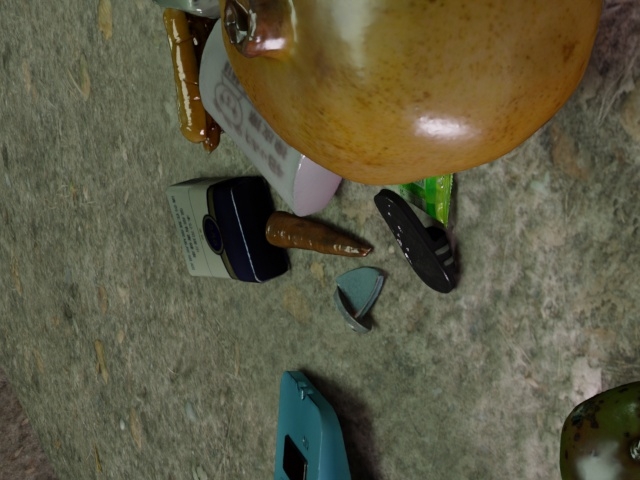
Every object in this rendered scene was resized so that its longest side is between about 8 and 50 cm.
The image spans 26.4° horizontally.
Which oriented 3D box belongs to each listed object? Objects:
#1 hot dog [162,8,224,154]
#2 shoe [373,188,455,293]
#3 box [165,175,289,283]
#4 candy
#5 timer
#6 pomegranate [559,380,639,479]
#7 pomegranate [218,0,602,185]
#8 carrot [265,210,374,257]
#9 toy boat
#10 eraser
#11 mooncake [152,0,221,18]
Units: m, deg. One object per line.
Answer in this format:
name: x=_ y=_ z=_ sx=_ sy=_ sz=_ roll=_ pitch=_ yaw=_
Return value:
hot dog: x=-0.181 y=-0.256 z=2.109 sx=0.076 sy=0.102 sz=0.249 roll=2 pitch=108 yaw=29
shoe: x=0.135 y=-0.007 z=1.758 sx=0.071 sy=0.049 sz=0.179 roll=15 pitch=145 yaw=54
box: x=-0.155 y=-0.020 z=2.240 sx=0.259 sy=0.071 sz=0.168 roll=2 pitch=110 yaw=61
candy: x=0.110 y=-0.094 z=1.768 sx=0.178 sy=0.032 sz=0.102 roll=34 pitch=139 yaw=46
timer: x=-0.004 y=0.350 z=2.190 sx=0.232 sy=0.091 sz=0.249 roll=-138 pitch=47 yaw=-67
pomegranate: x=0.339 y=0.236 z=1.480 sx=0.159 sy=0.159 sz=0.205 roll=55 pitch=173 yaw=25
pomegranate: x=0.072 y=-0.256 z=1.362 sx=0.417 sy=0.417 sz=0.416 roll=39 pitch=140 yaw=44
carrot: x=0.000 y=0.000 z=2.007 sx=0.224 sy=0.057 sz=0.057 roll=17 pitch=122 yaw=52
toy boat: x=0.062 y=0.068 z=1.970 sx=0.096 sy=0.034 sz=0.122 roll=55 pitch=140 yaw=25
eraser: x=-0.069 y=-0.183 z=1.961 sx=0.270 sy=0.095 sz=0.174 roll=49 pitch=143 yaw=32
mooncake: x=-0.200 y=-0.454 z=1.964 sx=0.250 sy=0.136 sz=0.254 roll=28 pitch=130 yaw=55
